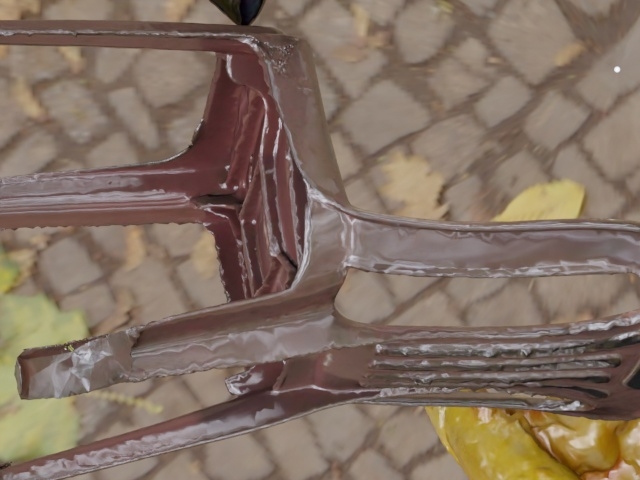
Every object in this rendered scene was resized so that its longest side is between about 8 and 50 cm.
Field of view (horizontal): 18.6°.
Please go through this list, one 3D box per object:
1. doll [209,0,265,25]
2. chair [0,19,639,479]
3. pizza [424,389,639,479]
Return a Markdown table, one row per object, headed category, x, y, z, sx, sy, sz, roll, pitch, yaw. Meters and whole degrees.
| category | x | y | z | sx | sy | sz | roll | pitch | yaw |
| --- | --- | --- | --- | --- | --- | --- | --- | --- | --- |
| doll | 0.004 | -0.195 | 0.851 | 0.088 | 0.127 | 0.249 | 51 | 133 | 17 |
| chair | 0.000 | 0.000 | 0.904 | 0.326 | 0.175 | 0.183 | -5 | 60 | -18 |
| pizza | 0.214 | 0.121 | 0.944 | 0.365 | 0.074 | 0.182 | 24 | 79 | 35 |
